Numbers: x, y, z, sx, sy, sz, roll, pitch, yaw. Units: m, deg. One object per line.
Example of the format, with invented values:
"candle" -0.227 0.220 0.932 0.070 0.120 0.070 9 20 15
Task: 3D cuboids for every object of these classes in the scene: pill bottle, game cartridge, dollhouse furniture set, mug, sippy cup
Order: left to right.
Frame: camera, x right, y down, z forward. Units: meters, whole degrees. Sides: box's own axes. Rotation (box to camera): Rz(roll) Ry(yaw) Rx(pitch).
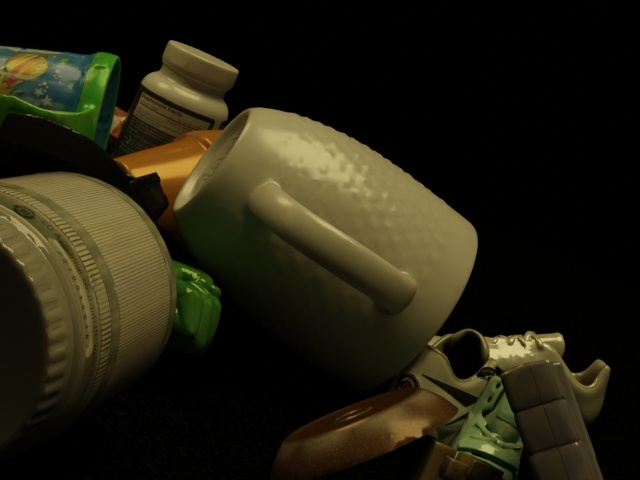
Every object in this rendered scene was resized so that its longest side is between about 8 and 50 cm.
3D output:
"sippy cup" -0.457 -0.210 1.831 0.224 0.240 0.305 13 -26 -6
"pill bottle" -0.257 -0.194 1.980 0.162 0.278 0.162 24 10 -5
"mug" 0.000 0.000 1.419 0.328 0.276 0.374 36 0 -15
"dollhouse furniture set" 0.140 0.277 1.047 0.123 0.144 0.151 26 -5 -20
"game cartridge" 0.247 0.238 1.095 0.355 0.068 0.230 36 32 -74

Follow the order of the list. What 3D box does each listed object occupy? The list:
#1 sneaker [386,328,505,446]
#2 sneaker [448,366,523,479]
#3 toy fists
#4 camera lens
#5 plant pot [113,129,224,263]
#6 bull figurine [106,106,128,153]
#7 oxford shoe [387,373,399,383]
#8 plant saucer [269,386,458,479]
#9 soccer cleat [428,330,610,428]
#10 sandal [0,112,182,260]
"sneaker" 0.203 0.192 1.518 0.122 0.146 0.330 29 10 29
"sneaker" 0.194 0.230 1.296 0.094 0.151 0.256 27 12 2
"toy fists" -0.187 0.064 1.335 0.142 0.096 0.279 29 -2 -10
"camera lens" -0.257 0.057 0.950 0.219 0.219 0.274 26 11 7
"plant pot" -0.226 -0.062 1.703 0.188 0.205 0.205 -5 28 -38
"bull figurine" -0.420 -0.222 2.223 0.310 0.101 0.188 20 14 -24
"oxford shoe" 0.055 0.138 1.645 0.212 0.076 0.076 32 23 36
"plant saucer" 0.037 0.185 1.117 0.036 0.199 0.198 70 17 2
"soccer cleat" 0.284 0.183 1.728 0.331 0.143 0.116 22 11 -13
"sandal" -0.259 -0.065 1.417 0.168 0.107 0.446 18 -16 9
